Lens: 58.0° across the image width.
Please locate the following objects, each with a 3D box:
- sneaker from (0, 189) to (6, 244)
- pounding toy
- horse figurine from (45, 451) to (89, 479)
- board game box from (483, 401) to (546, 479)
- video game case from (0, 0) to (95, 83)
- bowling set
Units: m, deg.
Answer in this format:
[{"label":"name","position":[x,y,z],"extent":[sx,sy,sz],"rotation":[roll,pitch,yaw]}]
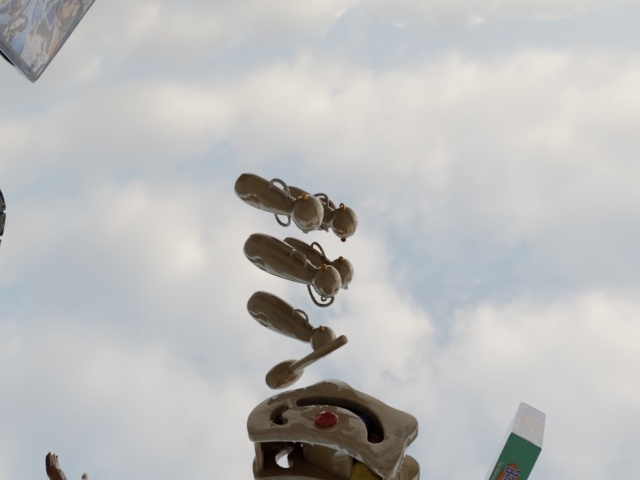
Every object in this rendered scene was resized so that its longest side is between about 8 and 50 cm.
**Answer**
[{"label":"sneaker","position":[-0.354,0.069,0.470],"extent":[0.124,0.107,0.284],"rotation":[14,-92,15]},{"label":"pounding toy","position":[-0.005,0.217,0.711],"extent":[0.154,0.155,0.269],"rotation":[-20,-157,-39]},{"label":"horse figurine","position":[-0.336,0.436,0.932],"extent":[0.174,0.263,0.066],"rotation":[3,-124,53]},{"label":"board game box","position":[0.283,0.343,0.867],"extent":[0.047,0.210,0.160],"rotation":[25,-83,22]},{"label":"video game case","position":[-0.351,-0.367,0.763],"extent":[0.035,0.248,0.275],"rotation":[31,-99,-6]},{"label":"bowling set","position":[0.000,0.000,0.822],"extent":[0.154,0.287,0.200],"rotation":[25,-132,26]}]
